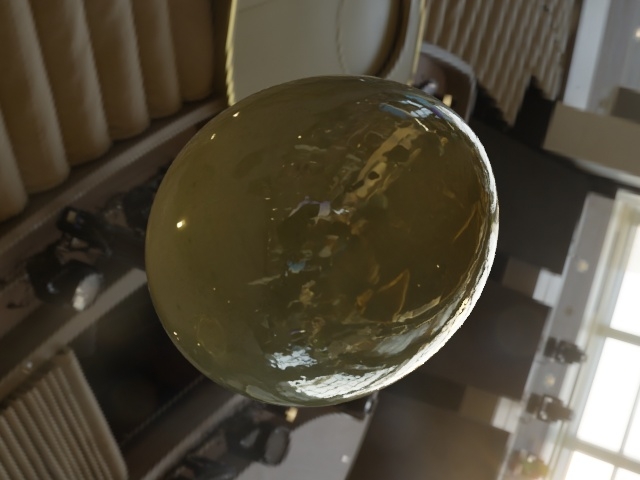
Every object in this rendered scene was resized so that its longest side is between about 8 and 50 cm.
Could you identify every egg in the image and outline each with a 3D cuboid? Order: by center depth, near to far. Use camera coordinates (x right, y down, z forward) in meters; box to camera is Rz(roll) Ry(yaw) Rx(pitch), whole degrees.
[{"bbox_3d":[0.000,0.000,0.565,0.188,0.253,0.188,9,-109,-27],"label":"egg"}]
